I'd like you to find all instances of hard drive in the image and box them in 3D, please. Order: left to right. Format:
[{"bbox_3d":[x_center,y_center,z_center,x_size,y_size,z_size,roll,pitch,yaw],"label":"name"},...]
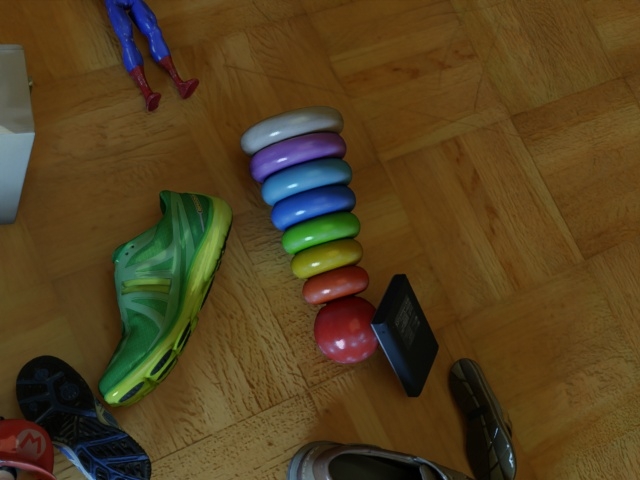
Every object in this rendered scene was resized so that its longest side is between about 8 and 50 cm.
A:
[{"bbox_3d":[0.113,0.125,1.288,0.135,0.022,0.094,63,38,-31],"label":"hard drive"}]

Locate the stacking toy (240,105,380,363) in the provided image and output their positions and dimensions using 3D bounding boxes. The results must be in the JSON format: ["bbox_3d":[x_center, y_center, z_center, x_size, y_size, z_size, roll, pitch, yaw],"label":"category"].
[{"bbox_3d":[0.000,0.000,1.293,0.141,0.141,0.331,-12,83,-25],"label":"stacking toy"}]

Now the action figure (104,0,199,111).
[{"bbox_3d":[-0.250,-0.327,1.298,0.091,0.139,0.280,-26,80,-28],"label":"action figure"}]

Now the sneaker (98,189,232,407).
[{"bbox_3d":[-0.205,0.067,1.201,0.123,0.109,0.296,20,61,2],"label":"sneaker"}]

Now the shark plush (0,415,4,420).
[{"bbox_3d":[-0.420,0.195,1.061,0.161,0.067,0.073,-13,106,-1],"label":"shark plush"}]

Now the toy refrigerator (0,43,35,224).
[{"bbox_3d":[-0.372,-0.106,1.090,0.094,0.269,0.102,-5,73,-23],"label":"toy refrigerator"}]

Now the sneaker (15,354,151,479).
[{"bbox_3d":[-0.273,0.220,1.127,0.080,0.081,0.211,-37,70,-20],"label":"sneaker"}]

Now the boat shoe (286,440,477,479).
[{"bbox_3d":[0.121,0.326,1.217,0.324,0.116,0.123,16,67,-16],"label":"boat shoe"}]

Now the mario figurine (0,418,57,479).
[{"bbox_3d":[-0.351,0.335,0.990,0.170,0.198,0.321,18,69,3],"label":"mario figurine"}]

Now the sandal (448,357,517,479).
[{"bbox_3d":[0.225,0.243,1.324,0.049,0.072,0.180,1,65,-44],"label":"sandal"}]
